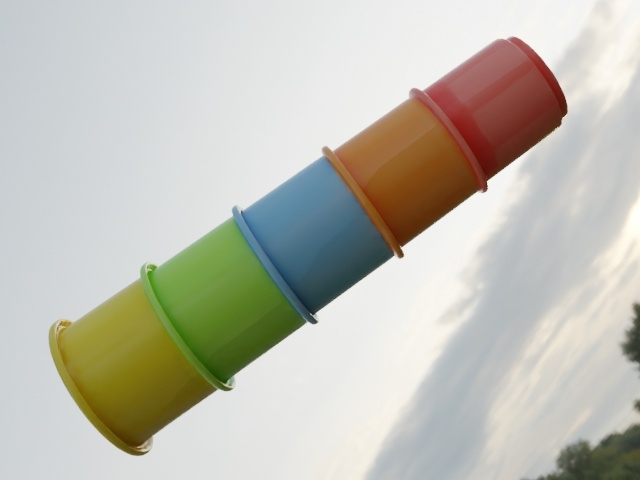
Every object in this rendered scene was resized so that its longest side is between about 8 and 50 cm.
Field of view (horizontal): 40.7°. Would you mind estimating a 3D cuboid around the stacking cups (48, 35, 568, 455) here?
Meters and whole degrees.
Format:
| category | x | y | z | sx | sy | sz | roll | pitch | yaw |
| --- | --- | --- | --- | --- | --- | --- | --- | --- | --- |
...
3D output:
| category | x | y | z | sx | sy | sz | roll | pitch | yaw |
| --- | --- | --- | --- | --- | --- | --- | --- | --- | --- |
| stacking cups | 0.000 | 0.000 | 0.507 | 0.316 | 0.096 | 0.096 | -34 | -27 | -1 |
